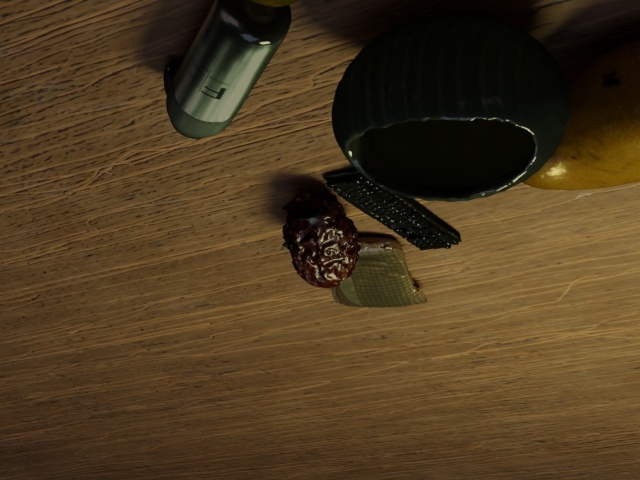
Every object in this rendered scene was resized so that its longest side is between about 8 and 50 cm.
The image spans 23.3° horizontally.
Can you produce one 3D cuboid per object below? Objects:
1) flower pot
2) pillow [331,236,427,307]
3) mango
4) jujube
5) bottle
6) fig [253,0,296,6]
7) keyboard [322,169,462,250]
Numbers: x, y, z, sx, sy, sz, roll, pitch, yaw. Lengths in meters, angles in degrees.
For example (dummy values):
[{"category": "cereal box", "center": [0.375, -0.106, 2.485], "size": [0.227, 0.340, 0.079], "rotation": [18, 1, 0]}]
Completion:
[{"category": "flower pot", "center": [0.130, -0.135, 1.563], "size": [0.243, 0.157, 0.189], "rotation": [0, 138, 28]}, {"category": "pillow", "center": [0.065, 0.047, 2.163], "size": [0.135, 0.034, 0.211], "rotation": [-1, 154, 17]}, {"category": "mango", "center": [0.327, -0.132, 1.604], "size": [0.177, 0.120, 0.295], "rotation": [17, 156, -42]}, {"category": "jujube", "center": [0.004, 0.000, 1.989], "size": [0.104, 0.104, 0.166], "rotation": [3, 154, 4]}, {"category": "bottle", "center": [-0.106, -0.188, 1.617], "size": [0.096, 0.079, 0.253], "rotation": [46, 152, 3]}, {"category": "fig", "center": [-0.041, -0.249, 1.436], "size": [0.082, 0.098, 0.084], "rotation": [-7, 143, -30]}, {"category": "keyboard", "center": [0.094, -0.035, 1.983], "size": [0.072, 0.023, 0.231], "rotation": [-9, 152, 35]}]
